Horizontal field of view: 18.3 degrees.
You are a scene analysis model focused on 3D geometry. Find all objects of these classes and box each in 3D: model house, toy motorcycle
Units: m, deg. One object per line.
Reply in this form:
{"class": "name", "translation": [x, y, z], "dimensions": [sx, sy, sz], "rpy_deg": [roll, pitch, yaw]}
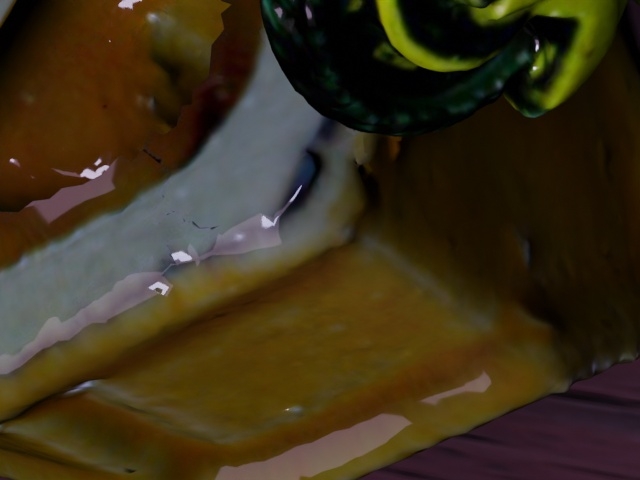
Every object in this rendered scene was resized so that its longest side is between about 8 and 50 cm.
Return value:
{"class": "model house", "translation": [-0.009, -0.001, 0.654], "dimensions": [0.268, 0.239, 0.173], "rpy_deg": [-24, 53, 27]}
{"class": "toy motorcycle", "translation": [0.097, -0.189, 0.482], "dimensions": [0.142, 0.206, 0.342], "rpy_deg": [27, 115, 43]}
